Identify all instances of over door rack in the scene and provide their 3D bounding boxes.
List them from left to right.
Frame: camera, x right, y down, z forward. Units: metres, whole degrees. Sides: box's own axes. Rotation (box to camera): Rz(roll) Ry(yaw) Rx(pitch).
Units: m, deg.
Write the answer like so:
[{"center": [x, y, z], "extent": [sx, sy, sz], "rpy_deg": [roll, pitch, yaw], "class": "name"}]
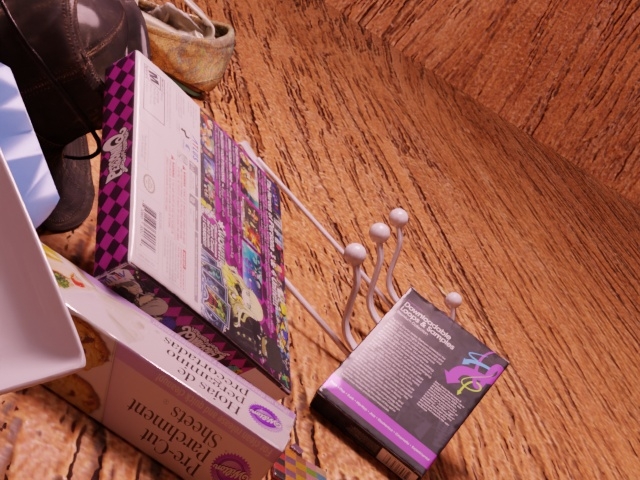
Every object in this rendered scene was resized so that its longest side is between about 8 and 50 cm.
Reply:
[{"center": [0.000, 0.000, 1.432], "extent": [0.324, 0.108, 0.239], "rpy_deg": [37, 16, 5], "class": "over door rack"}]

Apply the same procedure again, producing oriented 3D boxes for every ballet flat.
[{"center": [-0.253, -0.295, 1.730], "extent": [0.349, 0.123, 0.123], "rpy_deg": [25, 20, -32], "class": "ballet flat"}]

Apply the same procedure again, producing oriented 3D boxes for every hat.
[{"center": [-0.227, -0.178, 1.222], "extent": [0.331, 0.134, 0.331], "rpy_deg": [61, 12, -22], "class": "hat"}]

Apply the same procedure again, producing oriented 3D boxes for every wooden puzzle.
[{"center": [-0.016, 0.181, 1.077], "extent": [0.049, 0.006, 0.083], "rpy_deg": [32, 17, -13], "class": "wooden puzzle"}]

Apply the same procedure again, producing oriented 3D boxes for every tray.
[{"center": [-0.261, -0.011, 0.877], "extent": [0.145, 0.030, 0.270], "rpy_deg": [-16, 66, -26], "class": "tray"}]

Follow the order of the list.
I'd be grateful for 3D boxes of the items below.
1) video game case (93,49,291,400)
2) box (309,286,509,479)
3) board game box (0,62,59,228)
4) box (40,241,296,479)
[{"center": [-0.100, -0.010, 1.139], "extent": [0.210, 0.042, 0.232], "rpy_deg": [43, 30, -41], "class": "video game case"}, {"center": [0.081, 0.126, 1.240], "extent": [0.116, 0.029, 0.162], "rpy_deg": [38, 51, 9], "class": "box"}, {"center": [-0.258, -0.052, 0.941], "extent": [0.133, 0.033, 0.168], "rpy_deg": [-14, 65, -24], "class": "board game box"}, {"center": [-0.169, 0.068, 0.983], "extent": [0.324, 0.067, 0.063], "rpy_deg": [35, 19, -4], "class": "box"}]
